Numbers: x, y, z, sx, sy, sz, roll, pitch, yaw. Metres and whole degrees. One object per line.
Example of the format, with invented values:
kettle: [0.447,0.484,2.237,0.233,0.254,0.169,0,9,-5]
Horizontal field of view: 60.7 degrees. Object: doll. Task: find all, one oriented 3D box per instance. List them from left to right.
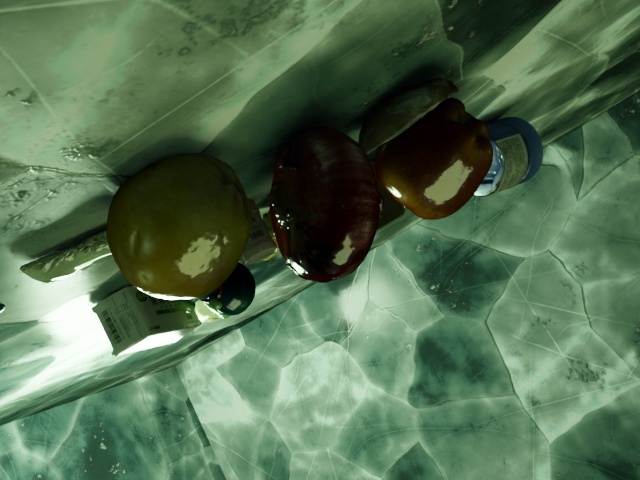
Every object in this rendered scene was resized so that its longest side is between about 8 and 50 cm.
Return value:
doll: [-0.340,0.157,1.832,0.186,0.198,0.322,-45,155,17]

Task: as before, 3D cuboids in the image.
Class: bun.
bun: [-0.398,0.233,2.189,0.220,0.134,0.220,-28,174,-3]

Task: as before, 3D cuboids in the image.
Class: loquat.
loquat: [-0.259,-0.022,1.052,0.284,0.276,0.276,-36,167,24]

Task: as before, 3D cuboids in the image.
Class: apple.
apple: [0.301,-0.217,1.477,0.288,0.288,0.317,-16,154,-48]

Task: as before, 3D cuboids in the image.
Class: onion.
onion: [0.031,-0.079,1.231,0.285,0.348,0.347,-6,159,-29]

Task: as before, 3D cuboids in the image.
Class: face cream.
face cream: [0.616,-0.296,1.932,0.225,0.249,0.249,-20,167,-32]

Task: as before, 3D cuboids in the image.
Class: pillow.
pillow: [-0.519,0.034,1.192,0.229,0.051,0.128,-24,166,-10]

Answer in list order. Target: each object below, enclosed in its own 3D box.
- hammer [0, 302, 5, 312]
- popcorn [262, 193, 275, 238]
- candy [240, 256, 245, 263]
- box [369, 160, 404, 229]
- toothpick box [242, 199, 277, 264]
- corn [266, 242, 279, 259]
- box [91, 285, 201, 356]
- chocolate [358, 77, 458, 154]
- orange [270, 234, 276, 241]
hammer: [-0.756,0.161,1.186,0.116,0.069,0.194,-30,177,7]
popcorn: [-0.085,-0.067,1.530,0.142,0.173,0.173,-30,170,-13]
candy: [-0.227,0.033,1.850,0.110,0.085,0.095,-18,162,8]
box: [0.164,-0.134,1.709,0.144,0.201,0.090,-32,173,14]
toothpick box: [-0.190,-0.023,1.472,0.098,0.149,0.098,-27,169,-6]
corn: [-0.152,0.002,1.900,0.203,0.072,0.072,-38,165,36]
box: [-0.553,0.248,1.770,0.145,0.173,0.333,-33,169,14]
chocolate: [0.195,-0.308,1.292,0.254,0.080,0.157,-32,-177,30]
orange: [-0.169,-0.024,1.731,0.083,0.070,0.083,-15,164,-5]
